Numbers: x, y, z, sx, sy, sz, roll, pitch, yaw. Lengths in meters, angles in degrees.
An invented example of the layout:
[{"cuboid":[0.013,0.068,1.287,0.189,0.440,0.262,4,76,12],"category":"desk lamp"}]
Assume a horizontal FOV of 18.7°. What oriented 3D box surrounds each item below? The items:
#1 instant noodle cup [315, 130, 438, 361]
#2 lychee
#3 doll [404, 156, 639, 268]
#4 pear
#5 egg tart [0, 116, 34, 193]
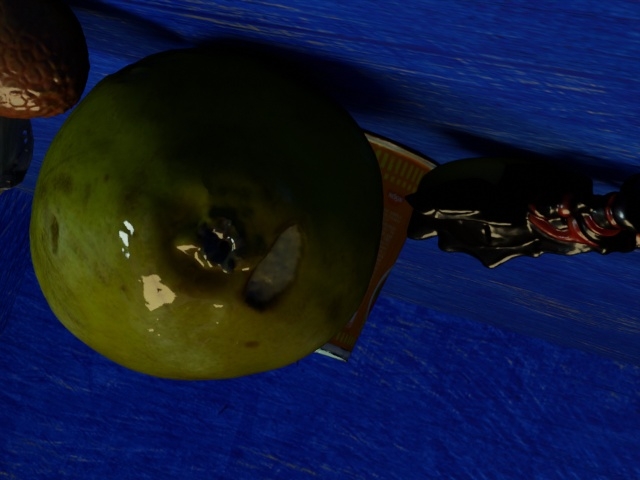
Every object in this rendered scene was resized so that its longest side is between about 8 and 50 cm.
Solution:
[{"cuboid":[0.000,0.000,1.679,0.168,0.185,0.168,19,175,2],"category":"instant noodle cup"},{"cuboid":[-0.236,-0.145,1.472,0.140,0.101,0.114,18,174,20],"category":"lychee"},{"cuboid":[0.163,-0.024,1.464,0.248,0.088,0.127,-1,141,49],"category":"doll"},{"cuboid":[-0.086,-0.018,1.442,0.269,0.269,0.321,19,-172,0],"category":"pear"},{"cuboid":[-0.314,-0.136,1.541,0.234,0.234,0.094,23,130,-39],"category":"egg tart"}]
